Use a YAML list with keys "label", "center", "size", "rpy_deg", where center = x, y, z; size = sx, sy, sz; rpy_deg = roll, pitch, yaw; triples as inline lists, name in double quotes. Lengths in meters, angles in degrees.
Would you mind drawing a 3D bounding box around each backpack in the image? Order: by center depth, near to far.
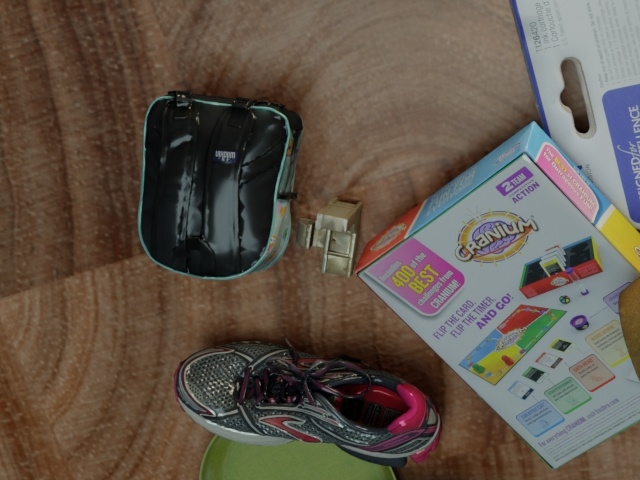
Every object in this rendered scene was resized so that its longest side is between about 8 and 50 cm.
- label: "backpack"
  center: [-0.104, -0.053, 1.629]
  size: [0.166, 0.144, 0.188]
  rpy_deg: [7, 89, 10]

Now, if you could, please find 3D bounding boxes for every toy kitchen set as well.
- label: "toy kitchen set"
  center: [0.000, 0.000, 1.665]
  size: [0.068, 0.075, 0.083]
  rpy_deg: [11, 108, 12]

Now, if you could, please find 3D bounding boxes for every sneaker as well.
- label: "sneaker"
  center: [-0.016, 0.163, 1.689]
  size: [0.299, 0.112, 0.121]
  rpy_deg: [7, 70, 12]

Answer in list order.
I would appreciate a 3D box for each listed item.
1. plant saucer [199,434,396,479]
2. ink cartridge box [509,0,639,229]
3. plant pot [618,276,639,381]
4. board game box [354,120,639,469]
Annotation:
- label: "plant saucer"
  center: [-0.021, 0.290, 1.800]
  size: [0.241, 0.037, 0.241]
  rpy_deg: [5, 111, 13]
- label: "ink cartridge box"
  center: [0.364, -0.170, 1.513]
  size: [0.307, 0.072, 0.303]
  rpy_deg: [-9, 109, 23]
- label: "plant pot"
  center: [0.415, 0.066, 1.425]
  size: [0.254, 0.237, 0.237]
  rpy_deg: [-21, 103, 21]
- label: "board game box"
  center: [0.230, 0.065, 1.595]
  size: [0.242, 0.064, 0.316]
  rpy_deg: [-36, 106, 32]
